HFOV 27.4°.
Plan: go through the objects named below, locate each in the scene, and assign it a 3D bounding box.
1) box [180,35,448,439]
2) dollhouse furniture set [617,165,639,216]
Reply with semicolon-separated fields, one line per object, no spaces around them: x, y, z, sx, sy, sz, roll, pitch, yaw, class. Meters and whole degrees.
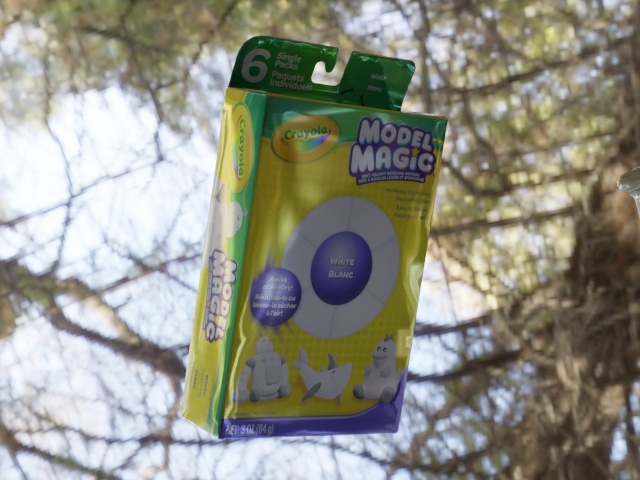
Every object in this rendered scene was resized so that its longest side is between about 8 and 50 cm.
0.000;0.000;0.607;0.105;0.179;0.043;3;-173;-34;box
0.308;-0.036;0.711;0.259;0.262;0.135;-21;164;32;dollhouse furniture set
